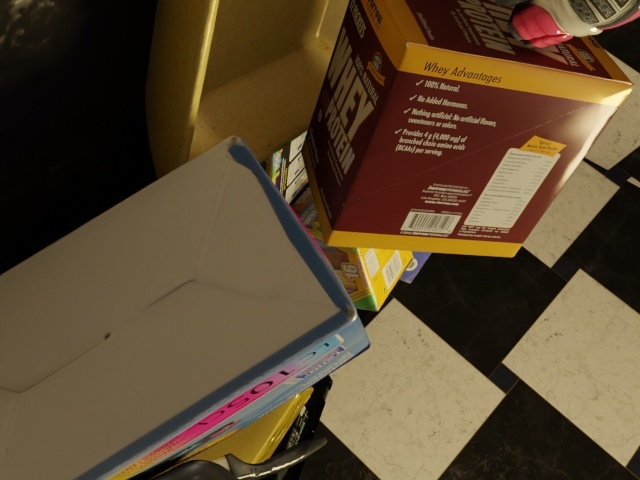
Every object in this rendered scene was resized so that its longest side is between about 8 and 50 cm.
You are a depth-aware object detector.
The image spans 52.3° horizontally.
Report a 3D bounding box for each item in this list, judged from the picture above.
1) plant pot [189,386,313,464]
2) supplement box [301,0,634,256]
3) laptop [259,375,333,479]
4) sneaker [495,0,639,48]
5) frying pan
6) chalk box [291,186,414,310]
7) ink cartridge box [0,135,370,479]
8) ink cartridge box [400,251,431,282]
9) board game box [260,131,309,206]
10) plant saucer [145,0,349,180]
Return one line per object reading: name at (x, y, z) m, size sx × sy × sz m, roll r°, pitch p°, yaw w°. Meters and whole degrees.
plant pot at (-0.129, 0.205, 0.866) m, size 0.212 × 0.187 × 0.212 m, roll -56°, pitch 167°, yaw -8°
supplement box at (0.106, -0.101, 0.554) m, size 0.194 × 0.191 × 0.129 m, roll 112°, pitch -26°, yaw -42°
laptop at (-0.150, 0.383, 1.240) m, size 0.407 × 0.236 × 0.382 m, roll 63°, pitch 33°, yaw -31°
sneaker at (0.155, -0.283, 0.409) m, size 0.121 × 0.112 × 0.299 m, roll -34°, pitch 111°, yaw -50°
frying pan at (-0.098, 0.201, 0.523) m, size 0.326 × 0.053 × 0.197 m, roll -21°, pitch 166°, yaw -32°
chalk box at (0.000, 0.000, 0.912) m, size 0.132 × 0.213 × 0.132 m, roll -49°, pitch 132°, yaw -44°
ink cartridge box at (-0.104, 0.095, 0.575) m, size 0.270 × 0.151 × 0.395 m, roll -31°, pitch 168°, yaw -1°
ink cartridge box at (0.129, -0.033, 1.195) m, size 0.223 × 0.224 × 0.045 m, roll -60°, pitch -164°, yaw 25°
board game box at (-0.037, -0.109, 0.770) m, size 0.141 × 0.048 × 0.170 m, roll -53°, pitch 167°, yaw -30°
plant saucer at (-0.014, -0.224, 0.499) m, size 0.333 × 0.081 × 0.332 m, roll -44°, pitch 161°, yaw -47°
